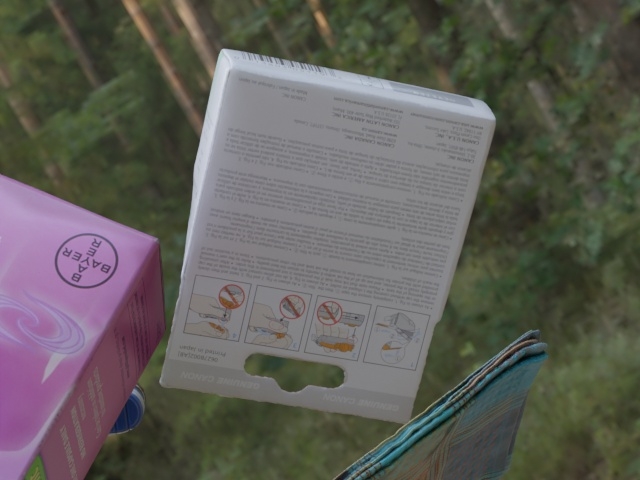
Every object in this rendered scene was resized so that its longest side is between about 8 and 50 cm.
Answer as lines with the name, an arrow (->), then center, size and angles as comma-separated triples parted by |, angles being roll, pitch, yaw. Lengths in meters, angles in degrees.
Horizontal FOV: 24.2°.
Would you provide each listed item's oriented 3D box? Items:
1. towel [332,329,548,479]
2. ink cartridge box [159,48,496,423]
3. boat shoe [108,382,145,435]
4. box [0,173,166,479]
towel -> 0.109, 0.279, 1.699 | 0.370, 0.040, 0.271 | -32, -32, -33
ink cartridge box -> 0.000, 0.000, 0.994 | 0.181, 0.225, 0.056 | 10, 20, -11
boat shoe -> -0.270, 0.172, 1.541 | 0.183, 0.066, 0.066 | 0, 17, 0
box -> -0.235, 0.081, 0.833 | 0.117, 0.213, 0.243 | 96, -161, -61
